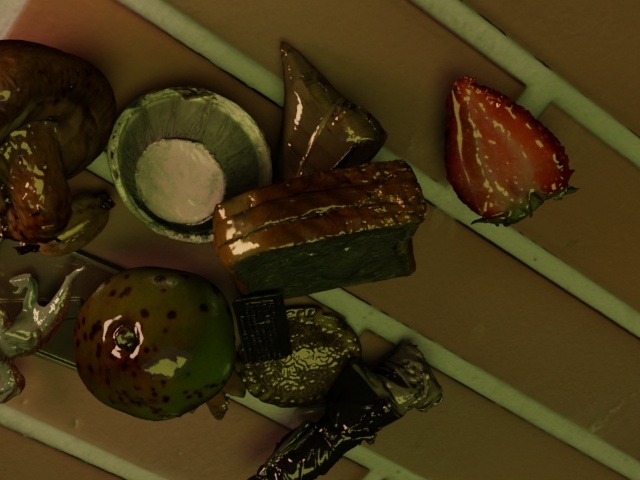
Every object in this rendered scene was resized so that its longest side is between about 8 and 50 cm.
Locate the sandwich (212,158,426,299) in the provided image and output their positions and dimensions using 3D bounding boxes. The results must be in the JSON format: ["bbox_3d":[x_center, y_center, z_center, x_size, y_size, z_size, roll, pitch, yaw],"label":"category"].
[{"bbox_3d":[0.000,0.000,1.340,0.271,0.301,0.099,-15,75,-1],"label":"sandwich"}]

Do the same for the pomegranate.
[{"bbox_3d":[-0.230,0.163,1.418,0.231,0.230,0.286,-10,148,-4],"label":"pomegranate"}]

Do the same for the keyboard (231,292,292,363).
[{"bbox_3d":[-0.083,0.132,1.460,0.074,0.015,0.196,-5,148,-1],"label":"keyboard"}]

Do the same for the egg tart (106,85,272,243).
[{"bbox_3d":[-0.179,-0.094,1.343,0.234,0.094,0.234,3,118,5],"label":"egg tart"}]

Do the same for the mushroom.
[{"bbox_3d":[-0.393,-0.122,1.256,0.263,0.195,0.283,-21,129,-40],"label":"mushroom"}]

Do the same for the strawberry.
[{"bbox_3d":[0.241,-0.129,1.416,0.228,0.098,0.174,43,120,-12],"label":"strawberry"}]

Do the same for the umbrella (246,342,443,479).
[{"bbox_3d":[0.026,0.294,1.555,0.358,0.113,0.106,-37,135,1],"label":"umbrella"}]

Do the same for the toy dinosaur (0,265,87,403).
[{"bbox_3d":[-0.413,0.124,1.433,0.242,0.053,0.167,-30,117,5],"label":"toy dinosaur"}]

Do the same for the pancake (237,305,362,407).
[{"bbox_3d":[-0.034,0.185,1.565,0.199,0.021,0.199,-3,116,-7],"label":"pancake"}]

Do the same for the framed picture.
[{"bbox_3d":[-0.380,0.096,1.465,0.260,0.023,0.189,25,110,-20],"label":"framed picture"}]

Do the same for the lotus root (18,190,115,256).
[{"bbox_3d":[-0.353,-0.019,1.387,0.152,0.063,0.072,-26,91,-1],"label":"lotus root"}]

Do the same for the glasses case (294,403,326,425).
[{"bbox_3d":[0.000,0.283,1.618,0.083,0.021,0.032,-6,114,-8],"label":"glasses case"}]

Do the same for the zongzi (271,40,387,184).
[{"bbox_3d":[-0.032,-0.147,1.370,0.197,0.099,0.194,44,114,-2],"label":"zongzi"}]
